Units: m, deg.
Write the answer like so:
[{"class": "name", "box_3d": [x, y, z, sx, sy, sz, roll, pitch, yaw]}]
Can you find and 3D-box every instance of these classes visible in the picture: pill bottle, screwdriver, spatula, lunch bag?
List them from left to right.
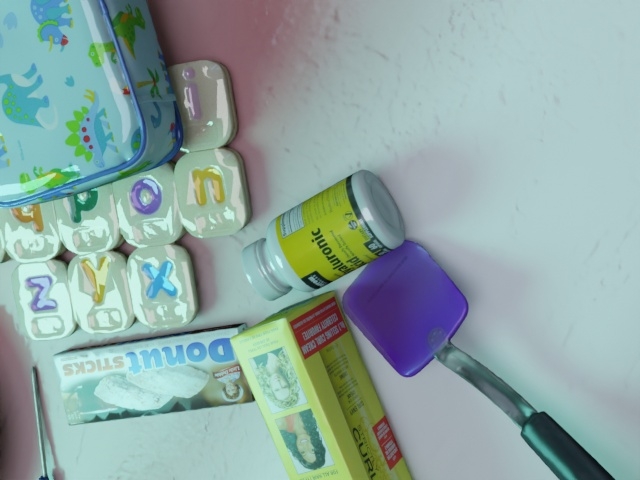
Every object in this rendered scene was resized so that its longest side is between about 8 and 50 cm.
[{"class": "screwdriver", "box_3d": [-0.250, 0.197, 0.930, 0.025, 0.024, 0.169, -11, 94, -9]}, {"class": "lunch bag", "box_3d": [-0.214, -0.142, 0.801, 0.176, 0.090, 0.218, -17, 93, 19]}, {"class": "pill bottle", "box_3d": [0.000, 0.000, 0.790, 0.116, 0.065, 0.065, -29, 89, 21]}, {"class": "spatula", "box_3d": [0.133, 0.116, 0.758, 0.296, 0.030, 0.084, 44, 109, 18]}]

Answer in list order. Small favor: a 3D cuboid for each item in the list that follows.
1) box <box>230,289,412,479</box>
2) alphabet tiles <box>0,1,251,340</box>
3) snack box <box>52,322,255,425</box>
[{"class": "box", "box_3d": [0.016, 0.161, 0.799, 0.058, 0.087, 0.232, -23, 90, 30]}, {"class": "alphabet tiles", "box_3d": [-0.197, -0.058, 0.869, 0.284, 0.021, 0.277, -7, 97, 19]}, {"class": "snack box", "box_3d": [-0.139, 0.113, 0.878, 0.178, 0.022, 0.064, -10, 94, 20]}]
